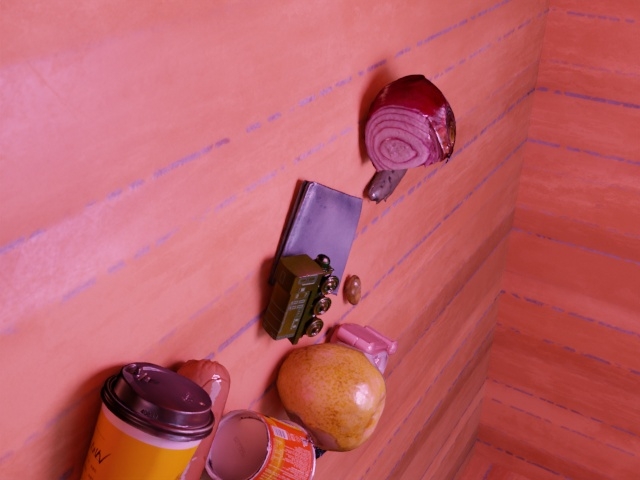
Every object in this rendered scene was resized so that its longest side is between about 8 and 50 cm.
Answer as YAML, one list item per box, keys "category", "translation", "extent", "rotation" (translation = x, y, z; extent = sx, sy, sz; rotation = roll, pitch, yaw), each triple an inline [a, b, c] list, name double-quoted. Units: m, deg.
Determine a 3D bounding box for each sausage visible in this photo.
- category: "sausage"
  translation: [-0.257, 0.363, 1.343]
  extent: [0.121, 0.121, 0.305]
  rotation: [29, 81, -62]

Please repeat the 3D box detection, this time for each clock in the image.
- category: "clock"
  translation: [0.074, 0.349, 1.954]
  extent: [0.227, 0.142, 0.241]
  rotation: [12, 105, -63]

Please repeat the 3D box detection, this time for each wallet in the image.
- category: "wallet"
  translation: [0.001, 0.000, 1.680]
  extent: [0.290, 0.054, 0.252]
  rotation: [9, 99, -62]

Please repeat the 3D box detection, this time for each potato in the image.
- category: "potato"
  translation: [0.086, 0.133, 1.928]
  extent: [0.046, 0.045, 0.092]
  rotation: [-11, 126, -18]

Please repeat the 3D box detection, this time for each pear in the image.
- category: "pear"
  translation: [0.024, 0.366, 1.721]
  extent: [0.271, 0.271, 0.271]
  rotation: [-39, 139, -46]

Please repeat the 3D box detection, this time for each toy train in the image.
- category: "toy train"
  translation: [-0.048, 0.131, 1.583]
  extent: [0.137, 0.090, 0.226]
  rotation: [-8, 128, -40]

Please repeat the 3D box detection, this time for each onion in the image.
- category: "onion"
  translation: [0.219, -0.296, 1.754]
  extent: [0.207, 0.216, 0.206]
  rotation: [-54, 133, -51]

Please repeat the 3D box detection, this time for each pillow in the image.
- category: "pillow"
  translation: [0.191, -0.174, 1.929]
  extent: [0.241, 0.051, 0.093]
  rotation: [-57, 149, -31]

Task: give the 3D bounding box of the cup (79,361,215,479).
- category: "cup"
  translation: [-0.302, 0.357, 1.203]
  extent: [0.196, 0.196, 0.280]
  rotation: [13, 102, -63]

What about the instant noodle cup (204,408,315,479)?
- category: "instant noodle cup"
  translation: [-0.139, 0.464, 1.556]
  extent: [0.213, 0.213, 0.174]
  rotation: [-63, 143, -17]

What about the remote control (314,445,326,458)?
- category: "remote control"
  translation: [-0.007, 0.542, 1.982]
  extent: [0.398, 0.062, 0.145]
  rotation: [-17, 120, -58]
